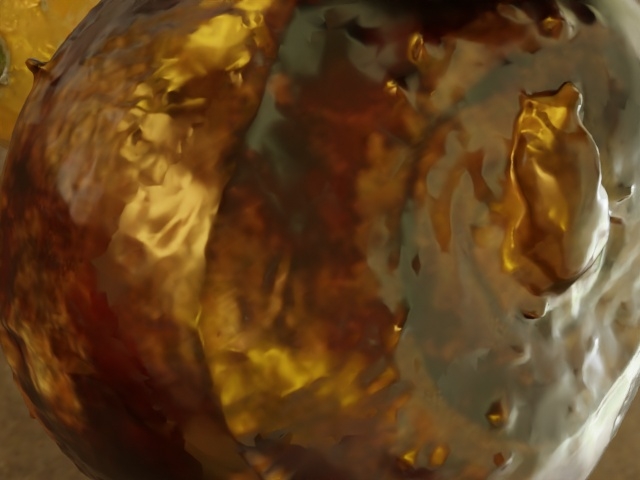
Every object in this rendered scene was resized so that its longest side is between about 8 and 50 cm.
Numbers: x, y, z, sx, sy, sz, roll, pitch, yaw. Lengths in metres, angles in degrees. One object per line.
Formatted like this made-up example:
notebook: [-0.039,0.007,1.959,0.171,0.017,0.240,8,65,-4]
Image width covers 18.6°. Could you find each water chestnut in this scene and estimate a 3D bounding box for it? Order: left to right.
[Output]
water chestnut: [0.000,0.000,0.615,0.223,0.238,0.224,-17,113,-47]

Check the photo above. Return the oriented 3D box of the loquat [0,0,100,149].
loquat: [-0.152,-0.117,1.035,0.172,0.149,0.204,38,22,1]
